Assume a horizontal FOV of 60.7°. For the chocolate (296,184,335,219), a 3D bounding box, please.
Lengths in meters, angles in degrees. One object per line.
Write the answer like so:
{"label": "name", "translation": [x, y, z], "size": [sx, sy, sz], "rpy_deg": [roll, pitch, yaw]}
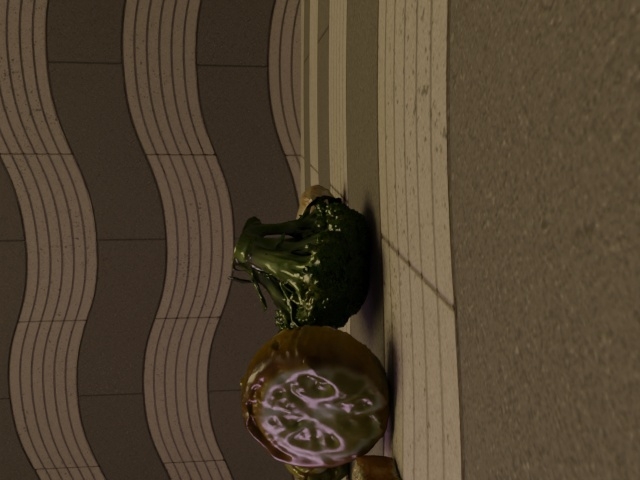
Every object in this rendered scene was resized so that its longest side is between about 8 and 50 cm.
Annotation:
{"label": "chocolate", "translation": [0.000, 0.000, 1.481], "size": [0.134, 0.134, 0.309], "rpy_deg": [-101, 8, -61]}

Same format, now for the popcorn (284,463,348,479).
{"label": "popcorn", "translation": [-0.014, 0.532, 1.413], "size": [0.167, 0.186, 0.187], "rpy_deg": [-125, 40, -49]}

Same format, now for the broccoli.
{"label": "broccoli", "translation": [-0.038, 0.068, 1.100], "size": [0.303, 0.284, 0.321], "rpy_deg": [-78, 9, -65]}

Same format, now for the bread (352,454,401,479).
{"label": "bread", "translation": [0.089, 0.398, 0.877], "size": [0.083, 0.070, 0.076], "rpy_deg": [-99, 10, -70]}

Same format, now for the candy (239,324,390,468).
{"label": "candy", "translation": [-0.008, 0.269, 0.928], "size": [0.118, 0.260, 0.259], "rpy_deg": [-72, -15, -67]}
